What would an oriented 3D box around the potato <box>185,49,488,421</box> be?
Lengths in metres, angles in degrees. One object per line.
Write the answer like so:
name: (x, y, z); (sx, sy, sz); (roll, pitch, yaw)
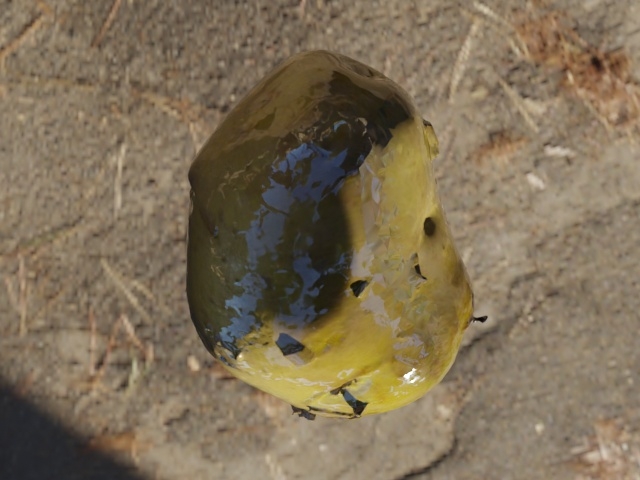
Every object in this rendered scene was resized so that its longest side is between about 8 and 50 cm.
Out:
potato: (0.000, 0.000, 0.614); (0.137, 0.137, 0.176); (-12, 118, 4)
